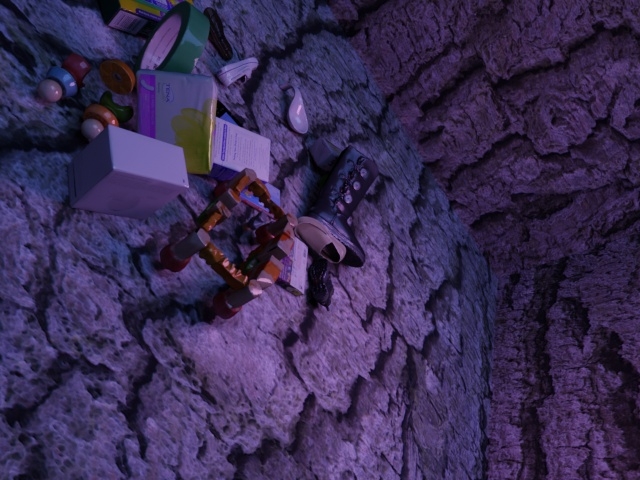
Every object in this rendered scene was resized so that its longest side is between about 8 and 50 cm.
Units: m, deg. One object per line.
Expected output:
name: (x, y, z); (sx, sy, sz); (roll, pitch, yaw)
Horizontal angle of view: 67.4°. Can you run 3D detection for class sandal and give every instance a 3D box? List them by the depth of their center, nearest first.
sandal: (-0.443, -0.871, 2.038); (0.090, 0.060, 0.219); (-56, 129, -46)

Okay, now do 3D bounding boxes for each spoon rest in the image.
spoon rest: (-0.123, -0.637, 2.294); (0.137, 0.084, 0.277); (6, 64, -52)

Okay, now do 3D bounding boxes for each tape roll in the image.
tape roll: (-0.489, -0.613, 1.557); (0.077, 0.321, 0.321); (28, 48, -43)

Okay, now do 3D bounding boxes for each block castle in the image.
block castle: (-0.281, 0.004, 1.546); (0.303, 0.212, 0.453); (47, 35, -18)

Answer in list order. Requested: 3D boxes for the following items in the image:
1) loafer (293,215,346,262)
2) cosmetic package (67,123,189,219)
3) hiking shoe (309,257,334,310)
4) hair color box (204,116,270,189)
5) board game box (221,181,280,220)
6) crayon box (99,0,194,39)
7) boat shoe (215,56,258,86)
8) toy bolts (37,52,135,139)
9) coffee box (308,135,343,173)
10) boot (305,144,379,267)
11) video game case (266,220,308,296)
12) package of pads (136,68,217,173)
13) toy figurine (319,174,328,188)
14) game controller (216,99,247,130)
loafer: (0.000, 0.000, 1.956); (0.268, 0.102, 0.092); (34, 20, -18)
cosmetic package: (-0.523, -0.176, 1.308); (0.224, 0.224, 0.138); (11, 60, -51)
hiking shoe: (0.009, 0.177, 1.958); (0.227, 0.086, 0.114); (-86, 159, -44)
hair color box: (-0.346, -0.315, 1.682); (0.338, 0.110, 0.185); (18, 62, -36)
board game box: (-0.264, -0.195, 1.858); (0.281, 0.027, 0.145); (30, 44, -41)
crayon box: (-0.628, -0.884, 1.742); (0.362, 0.106, 0.313); (-4, 71, -55)
boat shoe: (-0.343, -0.710, 2.046); (0.258, 0.095, 0.084); (-42, 108, -45)
toy bolts: (-0.652, -0.412, 1.332); (0.228, 0.218, 0.159); (33, 47, -12)
coffee box: (0.074, -0.387, 2.352); (0.246, 0.098, 0.141); (26, 30, -43)
boot: (0.146, -0.155, 2.166); (0.367, 0.146, 0.445); (44, 57, -27)
video game case: (-0.136, 0.070, 1.845); (0.210, 0.041, 0.232); (37, 41, -36)
package of pads: (-0.430, -0.352, 1.447); (0.101, 0.229, 0.297); (-125, -142, -69)
toy figurine: (0.089, -0.249, 2.336); (0.173, 0.130, 0.159); (41, 18, 9)
game controller: (-0.329, -0.406, 1.858); (0.319, 0.067, 0.166); (48, 38, -17)
